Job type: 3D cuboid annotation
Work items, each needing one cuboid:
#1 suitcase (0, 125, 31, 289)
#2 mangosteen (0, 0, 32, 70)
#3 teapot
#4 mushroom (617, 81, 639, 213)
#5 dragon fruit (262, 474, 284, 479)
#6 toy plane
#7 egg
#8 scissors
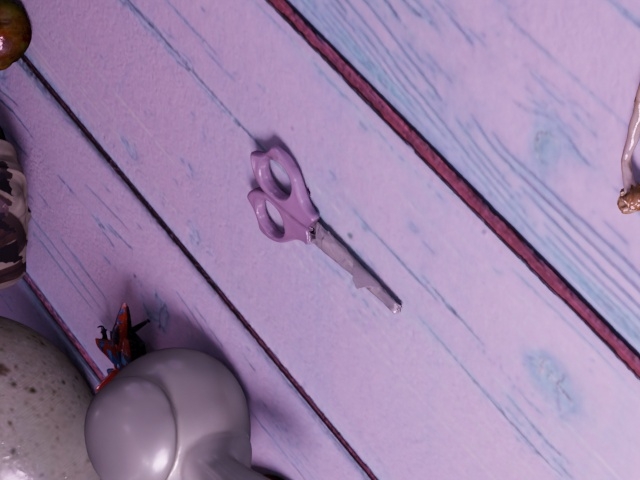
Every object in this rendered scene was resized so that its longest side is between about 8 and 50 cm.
[{"bbox_3d":[-0.547,-0.045,1.590,0.339,0.351,0.194,114,140,-61],"label":"suitcase"},{"bbox_3d":[-0.464,-0.246,1.486,0.210,0.210,0.210,33,136,39],"label":"mangosteen"},{"bbox_3d":[-0.139,0.220,1.373,0.318,0.149,0.220,-15,78,39],"label":"teapot"},{"bbox_3d":[0.217,-0.133,0.771,0.028,0.026,0.286,24,130,24],"label":"mushroom"},{"bbox_3d":[-0.097,0.328,1.436,0.161,0.120,0.127,31,130,47],"label":"dragon fruit"},{"bbox_3d":[-0.239,0.136,1.558,0.130,0.061,0.189,45,138,28],"label":"toy plane"},{"bbox_3d":[-0.452,0.269,1.739,0.379,0.287,0.287,45,144,7],"label":"egg"},{"bbox_3d":[0.000,0.000,1.164,0.212,0.021,0.110,45,145,28],"label":"scissors"}]
